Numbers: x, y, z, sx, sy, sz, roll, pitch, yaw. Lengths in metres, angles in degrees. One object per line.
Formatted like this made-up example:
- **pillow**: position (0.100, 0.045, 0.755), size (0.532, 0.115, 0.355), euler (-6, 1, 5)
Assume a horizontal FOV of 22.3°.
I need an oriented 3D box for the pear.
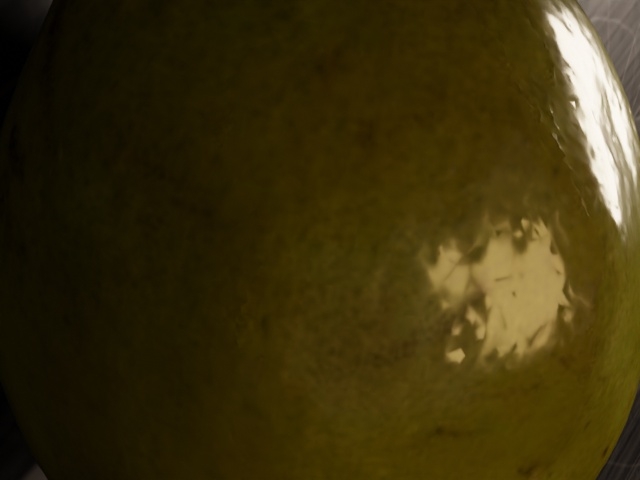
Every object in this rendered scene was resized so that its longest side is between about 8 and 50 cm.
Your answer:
- **pear**: position (0.000, 0.000, 0.512), size (0.212, 0.212, 0.269), euler (-16, 100, -60)
